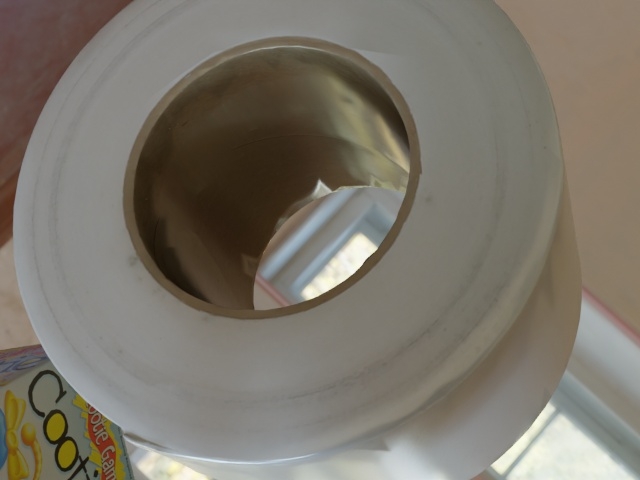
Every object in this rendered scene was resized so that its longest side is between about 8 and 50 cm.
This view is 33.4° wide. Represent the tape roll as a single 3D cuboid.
[{"bbox_3d":[0.000,0.000,0.521,0.246,0.246,0.169,-47,154,-5],"label":"tape roll"}]

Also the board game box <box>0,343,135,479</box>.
[{"bbox_3d":[-0.278,0.183,0.796,0.142,0.144,0.275,-10,-171,21],"label":"board game box"}]
